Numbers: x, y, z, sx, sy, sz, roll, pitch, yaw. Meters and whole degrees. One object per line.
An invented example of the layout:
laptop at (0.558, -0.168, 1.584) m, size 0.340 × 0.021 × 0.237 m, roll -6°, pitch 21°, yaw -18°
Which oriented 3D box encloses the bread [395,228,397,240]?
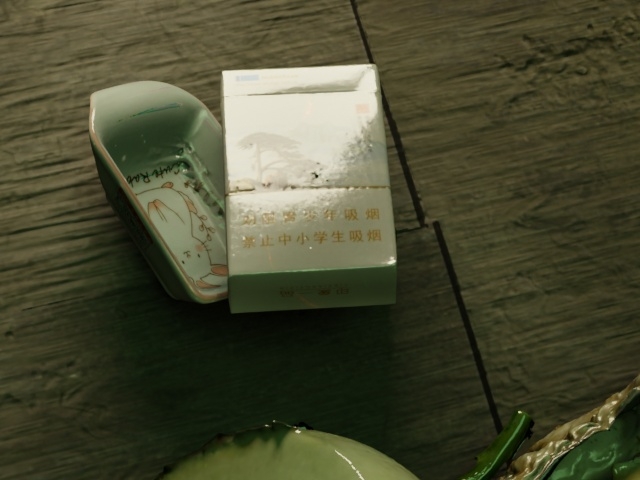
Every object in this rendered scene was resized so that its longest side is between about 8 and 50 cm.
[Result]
bread at (-0.005, 0.001, 1.614) m, size 0.139 × 0.084 × 0.074 m, roll -12°, pitch 62°, yaw -10°

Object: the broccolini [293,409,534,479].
broccolini at (0.062, 0.195, 1.567) m, size 0.271 × 0.062 × 0.123 m, roll -22°, pitch 91°, yaw -12°

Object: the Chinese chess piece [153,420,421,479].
Chinese chess piece at (-0.040, 0.316, 1.357) m, size 0.146 × 0.349 × 0.349 m, roll 36°, pitch 61°, yaw -40°

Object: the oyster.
oyster at (0.244, 0.182, 1.575) m, size 0.345 × 0.128 × 0.078 m, roll -35°, pitch 59°, yaw -13°

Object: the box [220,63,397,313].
box at (-0.013, -0.051, 1.556) m, size 0.149 × 0.067 × 0.233 m, roll -1°, pitch 55°, yaw -3°

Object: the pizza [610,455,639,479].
pizza at (0.295, 0.291, 1.543) m, size 0.204 × 0.080 × 0.188 m, roll -19°, pitch 100°, yaw -11°

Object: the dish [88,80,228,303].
dish at (-0.134, -0.041, 1.597) m, size 0.154 × 0.064 × 0.234 m, roll -21°, pitch 74°, yaw -47°
